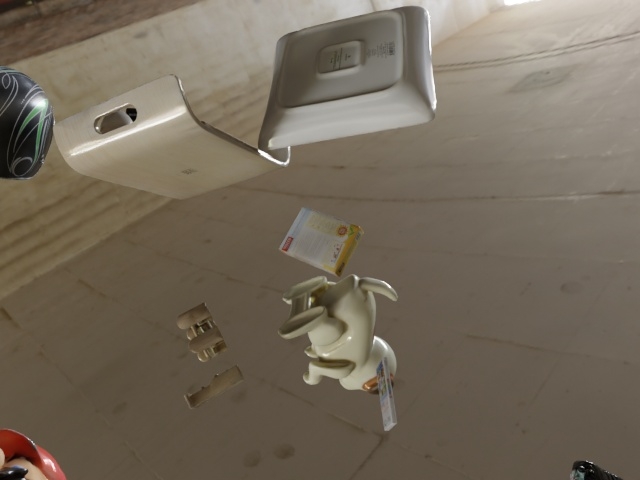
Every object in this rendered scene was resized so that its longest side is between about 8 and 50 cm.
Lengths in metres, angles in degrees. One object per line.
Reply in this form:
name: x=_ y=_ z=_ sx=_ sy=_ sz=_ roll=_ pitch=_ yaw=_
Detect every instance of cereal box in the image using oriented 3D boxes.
cereal box: x=0.000 y=0.000 z=1.620 sx=0.240 sy=0.047 sz=0.173 roll=22 pitch=-104 yaw=33

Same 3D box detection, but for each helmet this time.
helmet: x=-0.500 y=-0.187 z=0.758 sx=0.169 sy=0.161 sz=0.169 roll=17 pitch=-170 yaw=-3

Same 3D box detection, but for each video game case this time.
video game case: x=0.125 y=0.295 z=0.948 sx=0.011 sy=0.087 sz=0.122 roll=-3 pitch=-119 yaw=-5

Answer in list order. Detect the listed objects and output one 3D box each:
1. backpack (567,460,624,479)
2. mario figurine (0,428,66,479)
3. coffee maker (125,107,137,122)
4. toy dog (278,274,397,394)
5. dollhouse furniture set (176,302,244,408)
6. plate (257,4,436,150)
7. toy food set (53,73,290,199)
backpack: x=0.751 y=0.724 z=1.360 sx=0.152 sy=0.115 sz=0.182 roll=24 pitch=-116 yaw=7
mario figurine: x=-0.289 y=0.251 z=0.402 sx=0.170 sy=0.198 sz=0.320 roll=-60 pitch=-153 yaw=-4
coffee maker: x=-0.497 y=-0.346 z=1.508 sx=0.178 sy=0.120 sz=0.171 roll=-2 pitch=-149 yaw=-12
toy dog: x=0.099 y=0.320 z=1.628 sx=0.395 sy=0.408 sz=0.284 roll=-28 pitch=-157 yaw=3
dollhouse furniture set: x=-0.346 y=0.333 z=1.417 sx=0.161 sy=0.242 sz=0.212 roll=-28 pitch=166 yaw=-16
plate: x=0.037 y=-0.277 z=0.790 sx=0.278 sy=0.045 sz=0.277 roll=-6 pitch=-125 yaw=16
toy food set: x=-0.209 y=-0.151 z=0.772 sx=0.220 sy=0.092 sz=0.306 roll=-14 pitch=170 yaw=22
